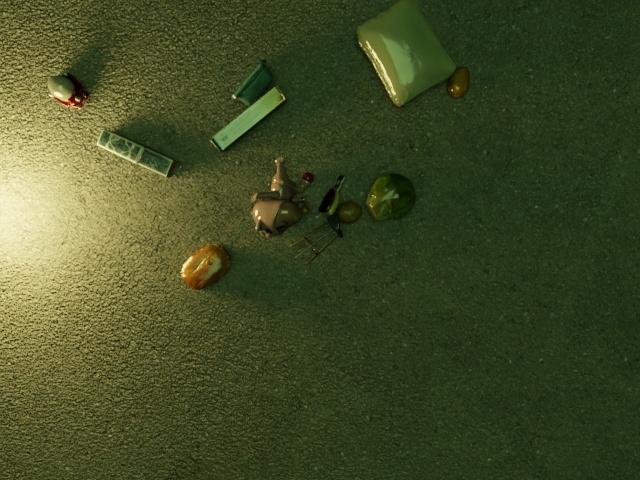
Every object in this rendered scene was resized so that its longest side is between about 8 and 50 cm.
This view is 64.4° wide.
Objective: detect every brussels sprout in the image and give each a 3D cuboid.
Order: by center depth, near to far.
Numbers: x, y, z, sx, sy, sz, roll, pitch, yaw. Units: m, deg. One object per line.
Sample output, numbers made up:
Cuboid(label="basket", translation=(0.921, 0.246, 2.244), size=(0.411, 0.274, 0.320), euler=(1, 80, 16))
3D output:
Cuboid(label="brussels sprout", translation=(0.252, -0.156, 1.844), size=(0.180, 0.144, 0.161), euler=(-23, 128, -9))

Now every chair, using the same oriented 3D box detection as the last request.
Cuboid(label="chair", translation=(-0.001, -0.001, 1.886), size=(0.221, 0.104, 0.095), euler=(-40, 122, 8))

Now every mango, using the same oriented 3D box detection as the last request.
Cuboid(label="mango", translation=(0.505, -0.576, 1.848), size=(0.079, 0.057, 0.114), euler=(19, 91, 7))

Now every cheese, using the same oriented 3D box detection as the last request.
Cuboid(label="cheese", translation=(0.048, -0.170, 1.882), size=(0.036, 0.086, 0.162), euler=(29, 79, -26))

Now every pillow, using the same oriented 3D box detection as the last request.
Cuboid(label="pillow", translation=(0.301, -0.672, 1.812), size=(0.255, 0.120, 0.322), euler=(-31, 93, 3))

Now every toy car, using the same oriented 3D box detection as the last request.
Cuboid(label="toy car", translation=(-0.926, -0.548, 1.848), size=(0.139, 0.112, 0.112), euler=(36, 94, -1))

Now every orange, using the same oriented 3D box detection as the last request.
Cuboid(label="orange", translation=(0.107, -0.105, 1.875), size=(0.095, 0.085, 0.085), euler=(-18, 94, -12))

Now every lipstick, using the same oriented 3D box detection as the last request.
Cuboid(label="lipstick", translation=(-0.676, -0.322, 1.878), size=(0.289, 0.076, 0.077), euler=(25, 96, 2))

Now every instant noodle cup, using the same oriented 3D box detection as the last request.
Cuboid(label="instant noodle cup", translation=(-0.239, -0.557, 1.821), size=(0.070, 0.157, 0.179), euler=(39, 94, -18))

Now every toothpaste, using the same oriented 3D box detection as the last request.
Cuboid(label="toothpaste", translation=(-0.261, -0.438, 1.857), size=(0.313, 0.089, 0.071), euler=(-39, 100, 3))

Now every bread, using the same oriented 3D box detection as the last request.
Cuboid(label="bread", translation=(-0.425, 0.100, 1.890), size=(0.190, 0.114, 0.132), euler=(-41, 90, -2))

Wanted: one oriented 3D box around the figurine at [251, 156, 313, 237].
Cuboid(label="figurine", translation=(-0.134, -0.144, 1.840), size=(0.186, 0.176, 0.287), euler=(20, 79, 24))
